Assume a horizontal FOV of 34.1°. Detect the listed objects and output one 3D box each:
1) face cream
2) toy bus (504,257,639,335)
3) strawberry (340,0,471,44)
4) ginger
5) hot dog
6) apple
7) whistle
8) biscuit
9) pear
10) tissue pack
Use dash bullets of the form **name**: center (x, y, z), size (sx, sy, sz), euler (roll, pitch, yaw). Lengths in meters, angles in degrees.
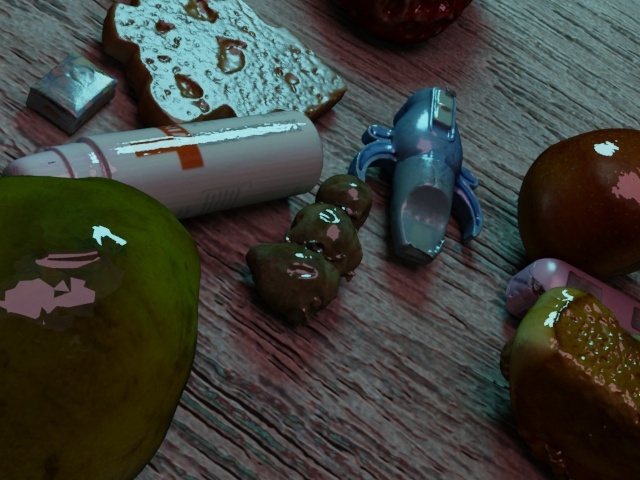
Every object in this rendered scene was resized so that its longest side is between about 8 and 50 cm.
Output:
- **face cream**: center (-0.158, -0.068, 1.071), size (0.346, 0.102, 0.102), euler (-13, 63, -38)
- **toy bus**: center (0.318, 0.093, 1.221), size (0.203, 0.090, 0.063), euler (28, 57, -11)
- **strawberry**: center (0.138, -0.441, 1.433), size (0.317, 0.295, 0.345), euler (40, 53, -49)
- **ginger**: center (0.000, 0.000, 1.122), size (0.104, 0.080, 0.204), euler (34, 47, 6)
- **hot dog**: center (0.301, 0.176, 1.107), size (0.257, 0.153, 0.150), euler (36, 50, 3)
- **apple**: center (0.352, -0.045, 1.270), size (0.235, 0.210, 0.173), euler (-3, 68, -48)
- **whistle**: center (0.123, -0.085, 1.263), size (0.180, 0.093, 0.269), euler (25, 52, -18)
- **biscuit**: center (-0.110, -0.207, 1.248), size (0.306, 0.043, 0.283), euler (13, 49, -24)
- **pear**: center (-0.233, 0.085, 0.813), size (0.269, 0.269, 0.321), euler (46, 60, 10)
- **tissue pack**: center (-0.266, -0.160, 1.125), size (0.063, 0.035, 0.083), euler (35, 45, -1)
